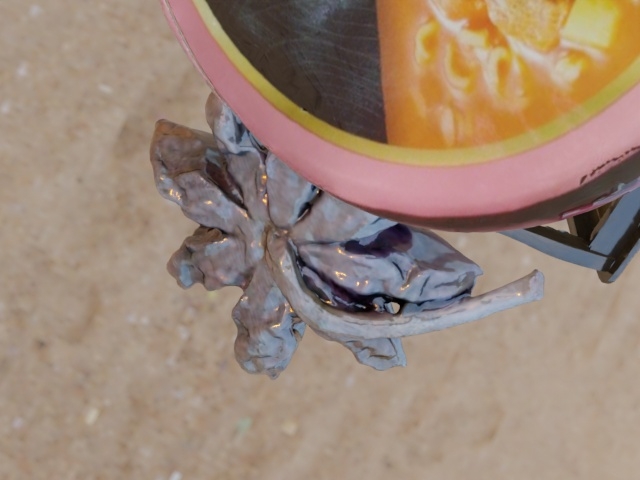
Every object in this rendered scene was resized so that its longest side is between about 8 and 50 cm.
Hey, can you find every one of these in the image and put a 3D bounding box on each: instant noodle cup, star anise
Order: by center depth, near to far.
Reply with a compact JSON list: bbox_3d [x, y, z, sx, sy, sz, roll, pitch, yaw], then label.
[{"bbox_3d":[0.107,-0.129,0.592,0.255,0.244,0.243,-9,119,-49],"label":"instant noodle cup"},{"bbox_3d":[0.000,-0.001,1.149,0.081,0.262,0.230,-38,148,-57],"label":"star anise"}]

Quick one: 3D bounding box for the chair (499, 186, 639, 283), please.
[{"bbox_3d":[0.243,-0.073,1.486,0.319,0.186,0.160,16,123,-20],"label":"chair"}]
